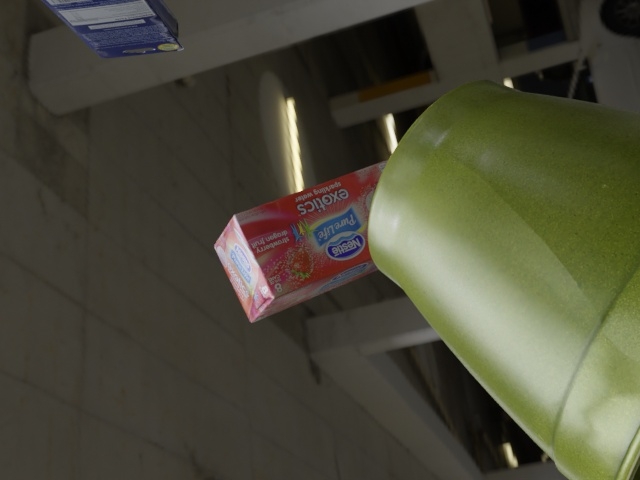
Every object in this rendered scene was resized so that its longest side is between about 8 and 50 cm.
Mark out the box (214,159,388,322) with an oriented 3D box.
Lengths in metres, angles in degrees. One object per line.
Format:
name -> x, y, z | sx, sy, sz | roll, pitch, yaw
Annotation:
box -> 0.000, 0.000, 1.228 | 0.128, 0.257, 0.122 | 64, 153, 11

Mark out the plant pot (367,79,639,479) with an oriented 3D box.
plant pot -> 0.244, 0.019, 0.850 | 0.353, 0.366, 0.366 | 35, 168, 33

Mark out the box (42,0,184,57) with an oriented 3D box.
box -> -0.287, -0.317, 1.231 | 0.225, 0.136, 0.036 | 54, -148, -75
